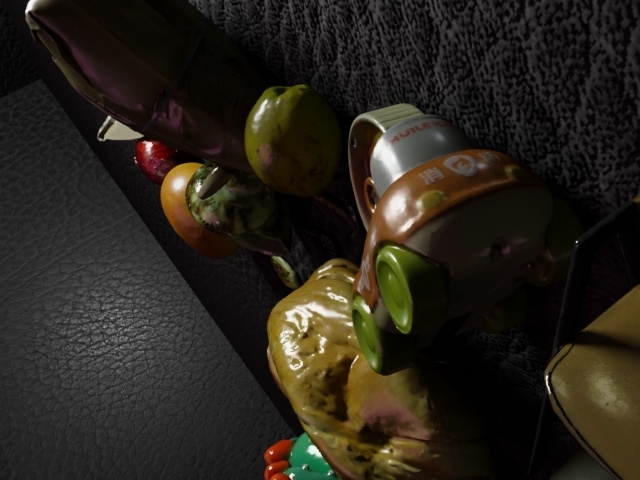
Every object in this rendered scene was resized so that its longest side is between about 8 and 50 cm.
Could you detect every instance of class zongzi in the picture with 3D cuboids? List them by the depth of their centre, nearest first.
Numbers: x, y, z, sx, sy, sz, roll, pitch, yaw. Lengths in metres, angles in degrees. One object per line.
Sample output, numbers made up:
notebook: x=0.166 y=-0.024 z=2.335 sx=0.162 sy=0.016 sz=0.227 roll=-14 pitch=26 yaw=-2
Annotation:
zongzi: x=-0.173 y=-0.204 z=0.841 sx=0.393 sy=0.174 sz=0.356 roll=33 pitch=-177 yaw=-17

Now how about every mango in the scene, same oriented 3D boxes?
mango: x=-0.230 y=-0.048 z=1.226 sx=0.175 sy=0.139 sz=0.254 roll=57 pitch=174 yaw=36

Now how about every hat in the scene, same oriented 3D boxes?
hat: x=-0.400 y=-0.319 z=1.283 sx=0.245 sy=0.149 sz=0.214 roll=8 pitch=113 yaw=22

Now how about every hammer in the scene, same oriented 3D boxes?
hammer: x=0.004 y=-0.056 z=0.810 sx=0.182 sy=0.017 sz=0.062 roll=36 pitch=154 yaw=49
hammer: x=-0.163 y=-0.130 z=0.876 sx=0.028 sy=0.060 sz=0.195 roll=34 pitch=-158 yaw=-35

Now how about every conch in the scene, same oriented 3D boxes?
conch: x=-0.112 y=-0.055 z=0.918 sx=0.187 sy=0.124 sz=0.181 roll=27 pitch=176 yaw=-8

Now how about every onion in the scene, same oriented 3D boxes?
onion: x=-0.339 y=-0.183 z=1.288 sx=0.131 sy=0.131 sz=0.131 roll=48 pitch=160 yaw=23

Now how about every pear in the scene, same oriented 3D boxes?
pear: x=-0.029 y=-0.106 z=0.657 sx=0.107 sy=0.107 sz=0.131 roll=38 pitch=143 yaw=43

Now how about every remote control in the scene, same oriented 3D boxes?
remote control: x=0.000 y=0.000 z=0.916 sx=0.096 sy=0.014 sz=0.039 roll=24 pitch=144 yaw=56

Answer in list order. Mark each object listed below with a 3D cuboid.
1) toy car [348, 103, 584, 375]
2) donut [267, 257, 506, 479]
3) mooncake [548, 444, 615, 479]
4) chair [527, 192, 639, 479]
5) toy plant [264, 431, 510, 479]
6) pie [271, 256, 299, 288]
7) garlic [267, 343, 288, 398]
toy car: x=0.083 y=-0.021 z=0.512 sx=0.235 sy=0.145 sz=0.235 roll=162 pitch=90 yaw=-77
donut: x=0.079 y=0.187 z=0.718 sx=0.360 sy=0.170 sz=0.360 roll=54 pitch=-178 yaw=-3
mooncake: x=0.284 y=0.271 z=0.447 sx=0.275 sy=0.135 sz=0.275 roll=45 pitch=165 yaw=16
chair: x=0.211 y=0.069 z=0.294 sx=0.159 sy=0.172 sz=0.247 roll=39 pitch=163 yaw=43
toy plant: x=0.092 y=0.379 z=0.943 sx=0.400 sy=0.279 sz=0.185 roll=1 pitch=115 yaw=42
pie: x=-0.071 y=0.062 z=1.192 sx=0.084 sy=0.021 sz=0.084 roll=47 pitch=161 yaw=22
garlic: x=0.004 y=0.230 z=1.112 sx=0.338 sy=0.151 sz=0.196 roll=-162 pitch=67 yaw=-65
